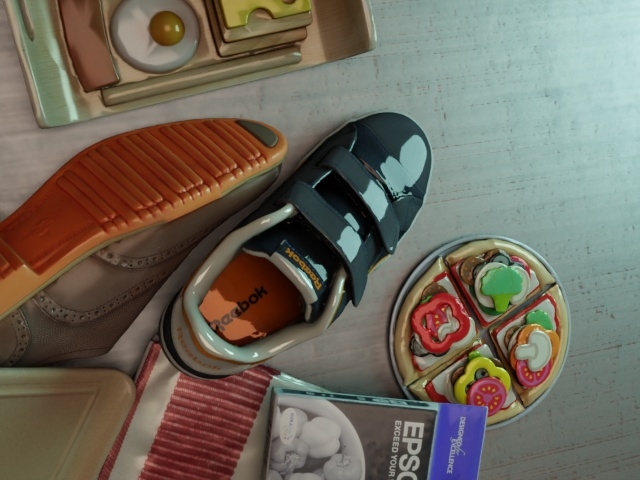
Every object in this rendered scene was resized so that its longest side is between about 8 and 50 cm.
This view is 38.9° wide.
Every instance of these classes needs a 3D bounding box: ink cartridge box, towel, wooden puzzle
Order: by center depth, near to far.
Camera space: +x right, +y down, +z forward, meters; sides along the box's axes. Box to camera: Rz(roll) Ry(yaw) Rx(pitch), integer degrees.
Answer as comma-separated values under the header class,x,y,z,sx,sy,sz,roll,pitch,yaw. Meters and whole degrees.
class,x,y,z,sx,sy,sz,roll,pitch,yaw
wooden puzzle,-0.279,0.192,0.714,0.238,0.044,0.221,16,103,-56
ink cartridge box,0.046,0.245,0.830,0.208,0.045,0.206,6,95,-8
towel,-0.047,0.245,0.860,0.329,0.037,0.237,22,90,-15

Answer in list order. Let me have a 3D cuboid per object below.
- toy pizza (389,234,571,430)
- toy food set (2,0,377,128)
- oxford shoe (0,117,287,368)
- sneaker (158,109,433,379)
class,x,y,z,sx,sy,sz,roll,pitch,yaw
toy pizza,0.166,0.095,0.908,0.201,0.032,0.201,-1,95,-16
toy food set,-0.115,-0.237,0.769,0.306,0.092,0.220,-16,98,-14
oxford shoe,-0.183,0.010,0.777,0.363,0.130,0.133,-29,133,-18
sneaker,0.000,0.000,0.789,0.126,0.127,0.321,46,73,-7
